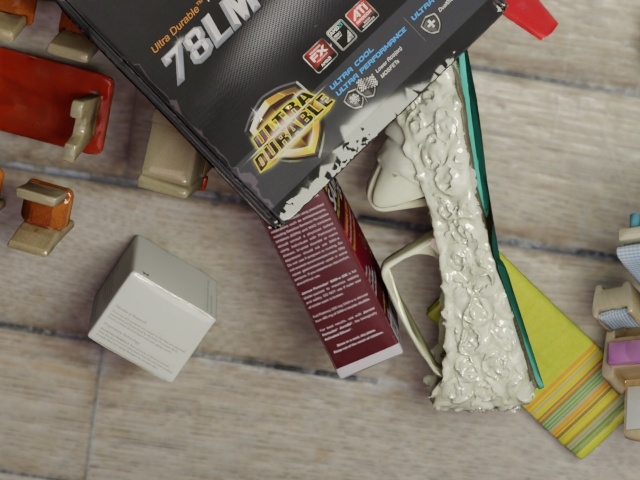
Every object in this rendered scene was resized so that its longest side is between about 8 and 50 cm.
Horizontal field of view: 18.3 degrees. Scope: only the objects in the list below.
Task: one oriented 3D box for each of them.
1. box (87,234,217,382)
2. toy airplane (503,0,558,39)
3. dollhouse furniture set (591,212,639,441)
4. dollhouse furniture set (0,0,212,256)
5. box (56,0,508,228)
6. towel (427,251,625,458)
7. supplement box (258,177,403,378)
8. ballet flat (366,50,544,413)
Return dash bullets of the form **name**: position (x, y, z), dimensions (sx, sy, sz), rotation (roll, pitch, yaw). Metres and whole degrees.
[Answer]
- **box**: position (-0.167, 0.067, 1.993), dimensions (0.102, 0.101, 0.087), rotation (31, 108, -13)
- **toy airplane**: position (0.189, -0.260, 1.907), dimensions (0.151, 0.028, 0.151), rotation (-1, 113, -1)
- **dollhouse furniture set**: position (0.358, 0.103, 1.841), dimensions (0.286, 0.198, 0.303), rotation (-8, 151, 27)
- **dollhouse furniture set**: position (-0.226, -0.124, 1.926), dimensions (0.259, 0.135, 0.262), rotation (16, 111, 6)
- **box**: position (-0.036, -0.212, 1.794), dimensions (0.295, 0.073, 0.293), rotation (-43, 93, -4)
- **towel**: position (0.226, 0.118, 2.061), dimensions (0.237, 0.021, 0.102), rotation (43, 100, -14)
- **supplement box**: position (0.000, 0.000, 1.953), dimensions (0.073, 0.130, 0.239), rotation (-24, 110, 8)
- **ballet flat**: position (0.116, -0.010, 1.933), dimensions (0.147, 0.147, 0.409), rotation (-13, 105, 5)
